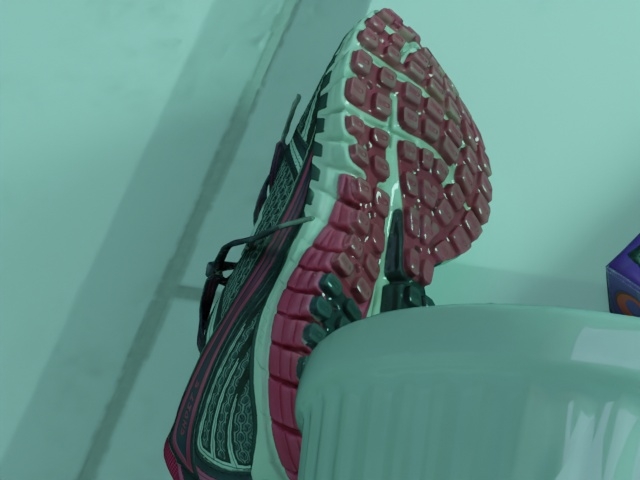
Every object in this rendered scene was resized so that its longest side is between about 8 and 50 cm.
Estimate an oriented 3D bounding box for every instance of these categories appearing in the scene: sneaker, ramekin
[{"bbox_3d":[0.000,0.000,0.981,0.112,0.121,0.299,-19,36,36],"label":"sneaker"},{"bbox_3d":[0.109,0.135,0.764,0.272,0.273,0.127,7,68,17],"label":"ramekin"}]

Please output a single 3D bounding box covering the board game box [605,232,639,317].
[{"bbox_3d":[0.330,0.046,0.915,0.347,0.056,0.208,35,71,32],"label":"board game box"}]
